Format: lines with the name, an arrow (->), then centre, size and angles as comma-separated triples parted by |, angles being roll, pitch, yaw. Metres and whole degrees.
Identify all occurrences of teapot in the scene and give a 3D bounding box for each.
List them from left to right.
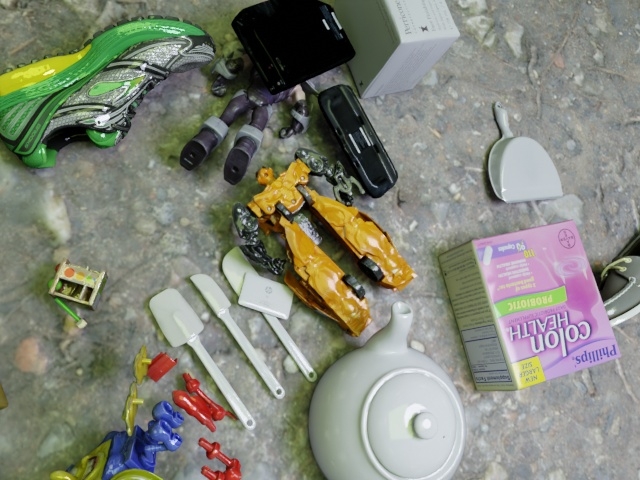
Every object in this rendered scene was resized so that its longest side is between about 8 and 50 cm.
teapot -> 0.111, 0.266, 0.789 | 0.256, 0.187, 0.252 | 42, 68, -4

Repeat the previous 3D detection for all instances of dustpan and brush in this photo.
dustpan and brush -> 0.373, -0.174, 1.068 | 0.147, 0.060, 0.211 | -6, 84, -20

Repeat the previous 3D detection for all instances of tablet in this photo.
tablet -> -0.083, 0.086, 0.863 | 0.083, 0.006, 0.054 | 22, 62, -19

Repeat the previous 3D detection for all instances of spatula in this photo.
spatula -> -0.125, 0.148, 0.837 | 0.168, 0.019, 0.242 | -33, 88, -30

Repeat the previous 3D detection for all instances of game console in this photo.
game console -> 0.016, -0.231, 0.917 | 0.213, 0.044, 0.361 | -39, 102, -44

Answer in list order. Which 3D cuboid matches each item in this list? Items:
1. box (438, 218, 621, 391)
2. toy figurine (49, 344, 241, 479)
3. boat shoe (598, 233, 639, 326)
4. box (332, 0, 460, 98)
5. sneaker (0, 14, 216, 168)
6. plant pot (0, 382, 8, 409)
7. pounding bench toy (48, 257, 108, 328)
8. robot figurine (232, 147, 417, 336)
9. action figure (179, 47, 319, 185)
box -> 0.348, 0.108, 0.943 | 0.213, 0.117, 0.243 | -10, 79, -20
toy figurine -> -0.227, 0.313, 0.641 | 0.217, 0.362, 0.191 | -42, 111, 4
boat shoe -> 0.573, 0.067, 1.034 | 0.305, 0.109, 0.091 | -29, 85, -28
box -> 0.120, -0.376, 0.968 | 0.119, 0.182, 0.181 | -16, 81, -21
sneaker -> -0.307, -0.218, 0.834 | 0.343, 0.134, 0.146 | -31, 93, -13
plant pot -> -0.450, 0.186, 0.689 | 0.081, 0.083, 0.082 | -21, 83, -21
pounding bench toy -> -0.343, 0.075, 0.770 | 0.065, 0.052, 0.083 | 19, 71, -12
robot figurine -> 0.000, 0.000, 0.875 | 0.211, 0.085, 0.291 | -43, 91, -15
action figure -> -0.110, -0.218, 0.901 | 0.185, 0.099, 0.285 | 28, 54, -1
